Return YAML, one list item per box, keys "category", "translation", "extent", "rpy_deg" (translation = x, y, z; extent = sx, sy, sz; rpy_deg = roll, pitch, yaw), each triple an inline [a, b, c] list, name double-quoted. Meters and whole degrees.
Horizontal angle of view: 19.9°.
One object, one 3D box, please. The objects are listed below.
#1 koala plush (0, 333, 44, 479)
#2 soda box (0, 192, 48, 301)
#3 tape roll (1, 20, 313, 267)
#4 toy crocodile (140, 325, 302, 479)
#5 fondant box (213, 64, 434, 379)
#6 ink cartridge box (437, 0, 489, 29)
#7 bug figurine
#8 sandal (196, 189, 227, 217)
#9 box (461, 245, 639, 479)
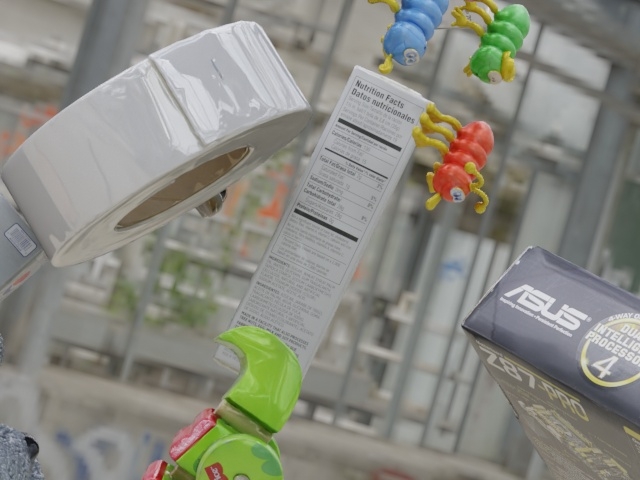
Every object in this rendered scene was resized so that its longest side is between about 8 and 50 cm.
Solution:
- category: "koala plush"
  translation: [-0.330, 0.206, 1.624]
  extent: [0.203, 0.196, 0.221]
  rpy_deg: [-22, 24, -23]
- category: "soda box"
  translation: [-0.387, -0.066, 1.766]
  extent: [0.286, 0.091, 0.098]
  rpy_deg: [48, -7, 2]
- category: "tape roll"
  translation: [-0.150, -0.088, 1.697]
  extent: [0.100, 0.286, 0.286]
  rpy_deg: [60, 2, 5]
- category: "toy crocodile"
  translation: [-0.118, 0.223, 1.420]
  extent: [0.105, 0.340, 0.115]
  rpy_deg: [35, 2, -4]
- category: "fondant box"
  translation: [0.000, 0.000, 1.915]
  extent: [0.096, 0.330, 0.238]
  rpy_deg: [27, -6, 0]
- category: "ink cartridge box"
  translation: [0.170, -0.368, 2.245]
  extent: [0.082, 0.190, 0.139]
  rpy_deg: [0, -50, 15]
- category: "bug figurine"
  translation: [0.122, -0.165, 1.589]
  extent: [0.072, 0.216, 0.279]
  rpy_deg: [12, -29, 26]
- category: "sandal"
  translation: [-0.129, -0.064, 2.021]
  extent: [0.072, 0.049, 0.180]
  rpy_deg: [53, -8, -12]
- category: "box"
  translation: [0.309, 0.194, 1.289]
  extent: [0.395, 0.097, 0.318]
  rpy_deg: [29, -17, 45]
